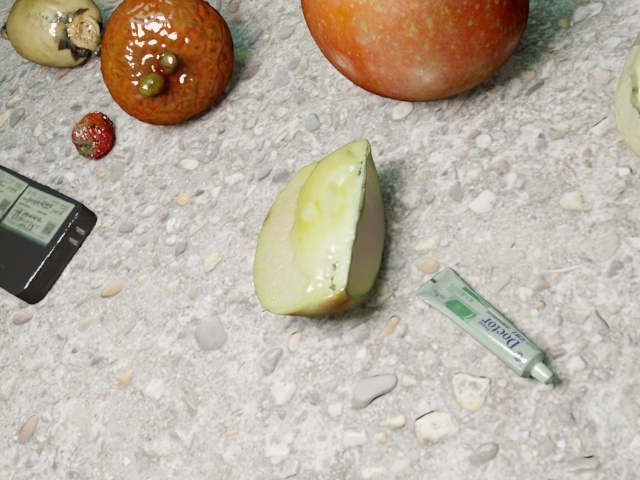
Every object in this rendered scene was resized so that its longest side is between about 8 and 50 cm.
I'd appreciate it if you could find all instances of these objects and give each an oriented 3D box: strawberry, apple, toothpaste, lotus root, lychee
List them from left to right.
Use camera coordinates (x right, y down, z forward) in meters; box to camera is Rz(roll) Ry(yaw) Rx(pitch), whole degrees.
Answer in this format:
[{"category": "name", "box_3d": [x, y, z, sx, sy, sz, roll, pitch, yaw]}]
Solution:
[{"category": "lotus root", "box_3d": [-0.620, -0.483, 1.612, 0.310, 0.183, 0.182, 13, 68, 38]}, {"category": "strawberry", "box_3d": [-0.451, -0.212, 1.416, 0.083, 0.083, 0.096, 12, 60, 32]}, {"category": "lychee", "box_3d": [-0.277, -0.332, 1.299, 0.255, 0.255, 0.300, -35, 39, 4]}, {"category": "apple", "box_3d": [0.000, 0.000, 1.040, 0.193, 0.120, 0.264, -13, 54, 35]}, {"category": "apple", "box_3d": [0.137, -0.381, 1.070, 0.349, 0.276, 0.348, -9, 45, 9]}, {"category": "toothpaste", "box_3d": [0.212, 0.109, 0.915, 0.064, 0.041, 0.218, -37, 49, -11]}]

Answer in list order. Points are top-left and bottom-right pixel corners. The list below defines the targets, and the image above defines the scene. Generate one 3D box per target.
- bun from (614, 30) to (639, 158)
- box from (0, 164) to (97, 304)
[{"category": "bun", "box_3d": [0.491, -0.169, 0.865, 0.260, 0.152, 0.259, -6, 71, 19]}, {"category": "box", "box_3d": [-0.606, -0.024, 1.397, 0.350, 0.058, 0.211, 22, 72, 35]}]
